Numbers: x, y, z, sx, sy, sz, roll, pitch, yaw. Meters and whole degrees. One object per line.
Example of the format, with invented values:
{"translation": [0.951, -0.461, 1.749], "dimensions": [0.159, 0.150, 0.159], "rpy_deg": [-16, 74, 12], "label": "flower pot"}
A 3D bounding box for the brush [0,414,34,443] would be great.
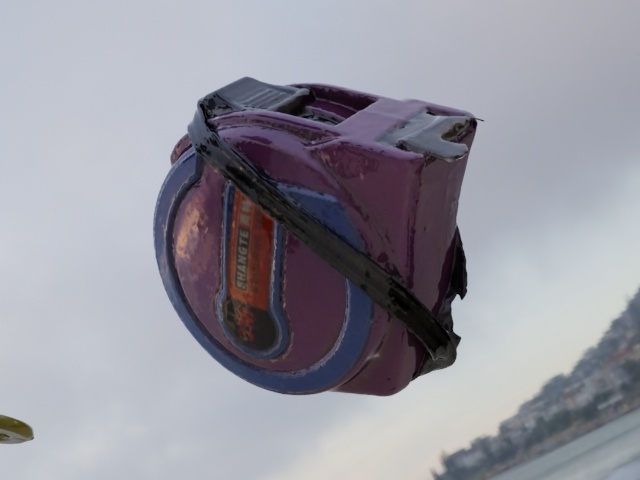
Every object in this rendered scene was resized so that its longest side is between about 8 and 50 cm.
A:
{"translation": [-0.178, 0.032, 0.273], "dimensions": [0.205, 0.011, 0.083], "rpy_deg": [18, -28, -22], "label": "brush"}

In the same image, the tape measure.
{"translation": [0.000, 0.000, 0.388], "dimensions": [0.074, 0.125, 0.118], "rpy_deg": [-35, -43, -49], "label": "tape measure"}
